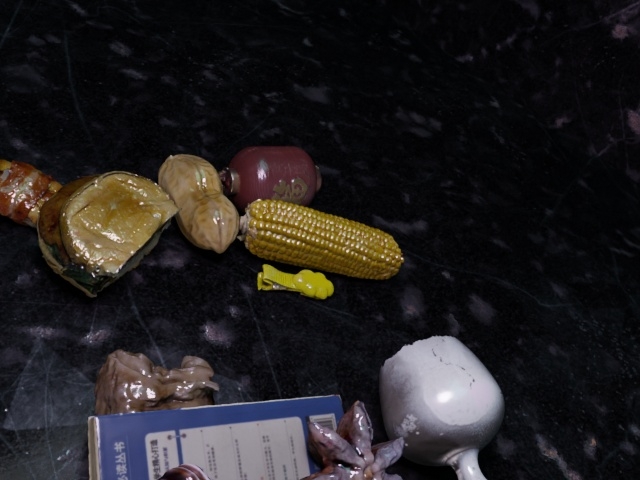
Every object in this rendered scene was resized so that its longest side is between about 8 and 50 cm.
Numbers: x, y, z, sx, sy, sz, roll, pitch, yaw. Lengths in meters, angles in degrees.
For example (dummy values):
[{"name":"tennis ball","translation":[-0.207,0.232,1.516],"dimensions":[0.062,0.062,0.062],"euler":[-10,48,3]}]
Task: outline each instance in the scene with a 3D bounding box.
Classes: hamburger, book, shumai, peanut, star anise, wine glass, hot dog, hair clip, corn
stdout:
[{"name":"hamburger","translation":[-0.432,-0.034,1.405],"dimensions":[0.211,0.132,0.309],"euler":[42,44,-6]},{"name":"book","translation":[-0.122,0.392,1.059],"dimensions":[0.428,0.039,0.299],"euler":[5,67,-35]},{"name":"shumai","translation":[-0.245,0.275,1.122],"dimensions":[0.186,0.183,0.218],"euler":[-14,49,-1]},{"name":"peanut","translation":[-0.268,-0.084,1.578],"dimensions":[0.147,0.147,0.305],"euler":[-4,47,-31]},{"name":"star anise","translation":[0.061,0.370,1.121],"dimensions":[0.229,0.093,0.236],"euler":[-32,90,-42]},{"name":"wine glass","translation":[0.242,0.346,1.287],"dimensions":[0.238,0.238,0.322],"euler":[-1,53,-28]},{"name":"hot dog","translation":[-0.606,-0.097,1.455],"dimensions":[0.213,0.103,0.146],"euler":[18,36,-10]},{"name":"hair clip","translation":[-0.050,0.091,1.569],"dimensions":[0.173,0.046,0.072],"euler":[12,44,-17]},{"name":"corn","translation":[0.000,0.000,1.629],"dimensions":[0.388,0.144,0.143],"euler":[12,40,-19]}]

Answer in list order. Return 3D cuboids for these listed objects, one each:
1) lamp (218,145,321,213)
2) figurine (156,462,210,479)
[{"name":"lamp","translation":[-0.120,-0.137,1.707],"dimensions":[0.258,0.180,0.180],"euler":[-6,47,-30]},{"name":"figurine","translation":[-0.147,0.448,0.823],"dimensions":[0.323,0.196,0.320],"euler":[37,68,15]}]
